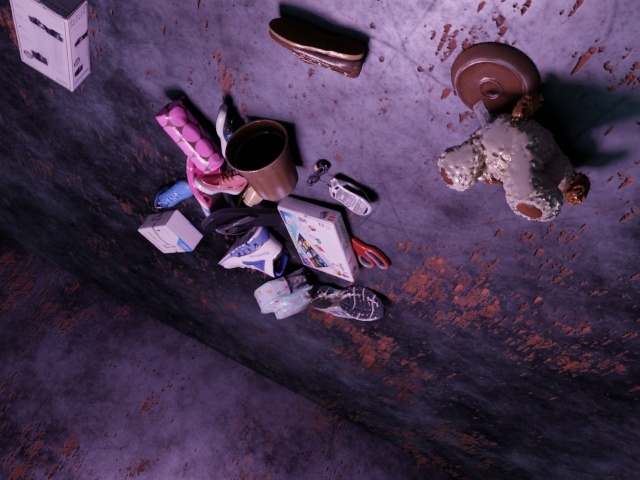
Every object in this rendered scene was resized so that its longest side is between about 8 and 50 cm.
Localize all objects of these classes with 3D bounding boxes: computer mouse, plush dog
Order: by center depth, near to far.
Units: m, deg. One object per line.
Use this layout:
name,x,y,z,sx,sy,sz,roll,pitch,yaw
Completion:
plush dog,0.394,-0.150,1.155,0.262,0.211,0.225,29,-174,41
computer mouse,0.058,-0.136,1.592,0.193,0.042,0.106,34,147,2

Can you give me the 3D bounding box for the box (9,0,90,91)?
box,-0.695,-0.541,1.559,0.169,0.087,0.290,31,152,-3

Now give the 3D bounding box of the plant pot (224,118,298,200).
plant pot,-0.138,-0.199,1.556,0.166,0.167,0.165,14,156,25

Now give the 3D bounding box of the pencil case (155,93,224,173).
pencil case,-0.349,-0.285,1.637,0.095,0.098,0.209,-31,116,8

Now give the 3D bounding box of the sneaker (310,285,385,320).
sneaker,0.109,0.219,2.074,0.282,0.110,0.122,9,163,36

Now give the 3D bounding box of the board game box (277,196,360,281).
board game box,0.000,0.000,1.820,0.192,0.053,0.305,19,152,27

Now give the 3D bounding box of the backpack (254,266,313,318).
backpack,-0.129,0.192,2.084,0.188,0.145,0.166,-11,161,-22

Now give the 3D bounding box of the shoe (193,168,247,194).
shoe,-0.272,-0.177,1.702,0.081,0.178,0.064,-41,67,29

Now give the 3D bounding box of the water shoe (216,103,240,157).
water shoe,-0.224,-0.286,1.587,0.080,0.073,0.203,6,155,2

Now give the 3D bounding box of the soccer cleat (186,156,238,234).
soccer cleat,-0.344,-0.160,1.834,0.143,0.116,0.331,42,155,45

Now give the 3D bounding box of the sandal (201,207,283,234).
sandal,-0.228,-0.056,1.802,0.254,0.055,0.097,-6,155,-18

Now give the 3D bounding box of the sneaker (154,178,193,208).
sneaker,-0.492,-0.147,2.014,0.209,0.082,0.069,-12,130,48

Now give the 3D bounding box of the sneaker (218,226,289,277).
sneaker,-0.216,0.062,2.055,0.182,0.127,0.315,40,148,-15

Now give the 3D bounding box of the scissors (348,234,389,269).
scissors,0.093,-0.008,1.786,0.297,0.021,0.109,46,152,-25

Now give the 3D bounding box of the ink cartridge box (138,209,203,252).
ink cartridge box,-0.565,-0.030,2.257,0.203,0.086,0.148,-6,136,45

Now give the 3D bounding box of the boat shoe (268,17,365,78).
boat shoe,-0.011,-0.386,1.218,0.206,0.073,0.073,24,149,9

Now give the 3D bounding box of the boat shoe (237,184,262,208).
boat shoe,-0.198,-0.132,1.785,0.068,0.072,0.190,35,151,-10

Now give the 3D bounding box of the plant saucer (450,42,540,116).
plant saucer,0.321,-0.291,1.124,0.168,0.029,0.168,21,149,13
